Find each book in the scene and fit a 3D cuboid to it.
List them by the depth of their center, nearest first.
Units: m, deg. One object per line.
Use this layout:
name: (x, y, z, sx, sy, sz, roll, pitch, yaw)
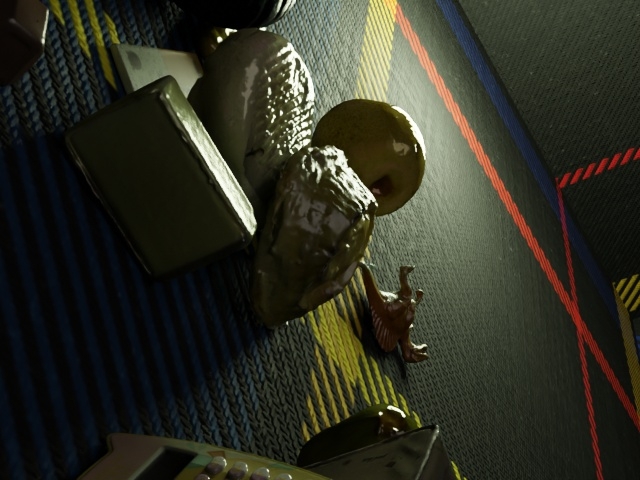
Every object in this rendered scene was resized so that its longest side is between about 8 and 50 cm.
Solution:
book: (-0.167, -0.163, 1.090, 0.172, 0.012, 0.118, -17, 86, -66)

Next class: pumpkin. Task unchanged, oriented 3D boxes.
pumpkin: (-0.116, -0.334, 1.170, 0.194, 0.150, 0.194, 12, 61, -24)

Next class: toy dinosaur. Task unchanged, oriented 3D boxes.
toy dinosaur: (0.090, 0.104, 1.380, 0.212, 0.057, 0.142, 10, 80, -50)

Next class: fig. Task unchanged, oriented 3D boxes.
fig: (0.051, 0.244, 1.028, 0.144, 0.165, 0.154, 2, 30, -29)

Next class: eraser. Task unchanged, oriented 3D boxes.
eraser: (-0.149, -0.055, 0.907, 0.172, 0.117, 0.058, 60, 21, -18)

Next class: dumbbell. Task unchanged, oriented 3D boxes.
dumbbell: (-0.312, -0.208, 0.734, 0.231, 0.092, 0.082, 40, 8, -46)

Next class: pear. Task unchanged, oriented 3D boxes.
pear: (0.065, -0.124, 1.387, 0.178, 0.178, 0.178, 46, 31, -40)

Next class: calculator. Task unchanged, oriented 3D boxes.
calculator: (-0.083, 0.204, 0.716, 0.157, 0.237, 0.033, -36, 131, -65)

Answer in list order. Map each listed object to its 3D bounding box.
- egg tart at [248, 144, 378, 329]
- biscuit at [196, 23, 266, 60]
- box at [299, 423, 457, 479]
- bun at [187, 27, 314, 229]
egg tart: (0.000, 0.000, 1.093, 0.252, 0.098, 0.231, 68, 44, -66)
biscuit: (-0.093, -0.235, 1.276, 0.174, 0.039, 0.183, 53, 29, -28)
box: (0.004, 0.323, 0.768, 0.190, 0.225, 0.297, 64, 25, -8)
bun: (-0.085, -0.126, 1.074, 0.210, 0.116, 0.237, -60, 155, -49)
